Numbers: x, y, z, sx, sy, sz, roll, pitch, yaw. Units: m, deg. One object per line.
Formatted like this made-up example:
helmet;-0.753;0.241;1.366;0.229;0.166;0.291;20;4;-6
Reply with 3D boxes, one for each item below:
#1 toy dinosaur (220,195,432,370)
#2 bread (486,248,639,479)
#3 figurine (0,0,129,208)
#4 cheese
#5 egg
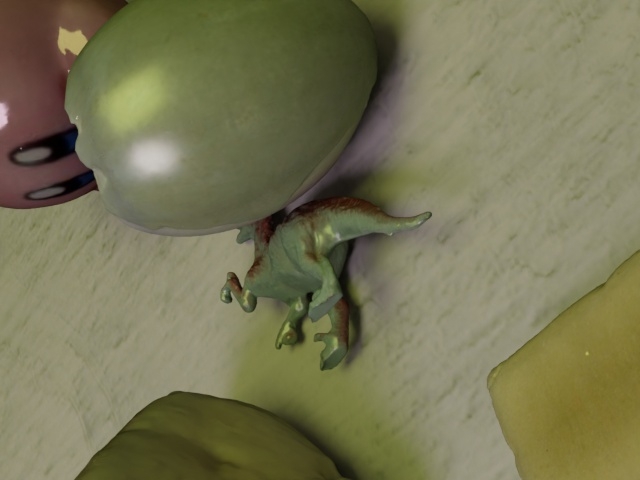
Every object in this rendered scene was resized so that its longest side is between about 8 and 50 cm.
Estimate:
toy dinosaur;0.000;0.000;1.076;0.242;0.053;0.167;-44;43;49
bread;0.180;0.083;0.828;0.178;0.060;0.139;-45;52;37
figurine;-0.255;-0.145;1.253;0.269;0.211;0.261;90;155;-57
cheese;-0.053;0.214;1.044;0.248;0.251;0.173;-83;-1;-73
egg;-0.062;-0.102;1.071;0.217;0.183;0.183;-19;62;7
